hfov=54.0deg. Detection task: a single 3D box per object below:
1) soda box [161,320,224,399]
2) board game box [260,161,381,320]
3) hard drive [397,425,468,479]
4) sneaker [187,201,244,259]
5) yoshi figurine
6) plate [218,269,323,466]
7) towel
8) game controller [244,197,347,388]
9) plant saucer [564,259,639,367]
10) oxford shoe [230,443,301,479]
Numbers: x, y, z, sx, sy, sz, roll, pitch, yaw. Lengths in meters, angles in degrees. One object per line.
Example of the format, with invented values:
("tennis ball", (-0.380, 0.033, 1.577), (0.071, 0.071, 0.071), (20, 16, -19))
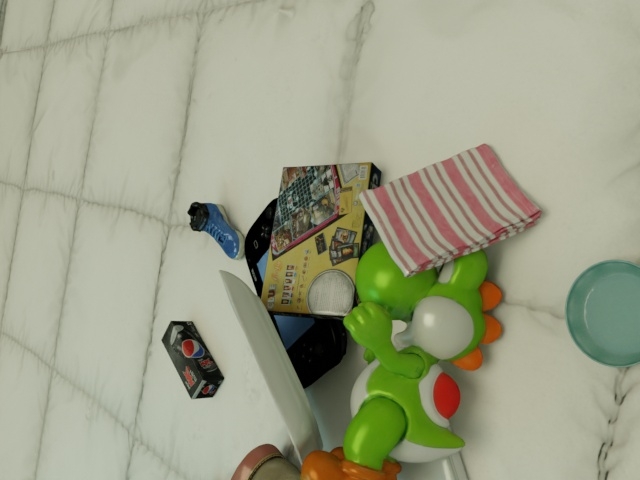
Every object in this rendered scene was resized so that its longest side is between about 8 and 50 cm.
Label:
("soda box", (-0.262, 0.239, 1.274), (0.169, 0.053, 0.060), (49, 118, 37))
("board game box", (0.000, 0.000, 0.990), (0.165, 0.042, 0.243), (1, 74, 29))
("hard drive", (0.138, 0.430, 0.849), (0.203, 0.040, 0.307), (-34, 61, 38))
("sneaker", (-0.212, -0.021, 1.239), (0.058, 0.084, 0.152), (-52, 52, 27))
("yoshi figurine", (0.084, 0.149, 0.828), (0.362, 0.203, 0.203), (-63, 26, -5))
("plate", (-0.061, 0.207, 0.934), (0.277, 0.045, 0.278), (60, 168, 31))
("towel", (0.163, -0.046, 0.809), (0.029, 0.197, 0.144), (81, 164, -54))
("game controller", (-0.052, 0.087, 1.073), (0.166, 0.067, 0.319), (-42, 56, 34))
("plant saucer", (0.334, 0.082, 0.704), (0.119, 0.021, 0.119), (-13, 74, 52))
("oxford shoe", (-0.115, 0.523, 1.038), (0.130, 0.123, 0.348), (25, 103, 39))
